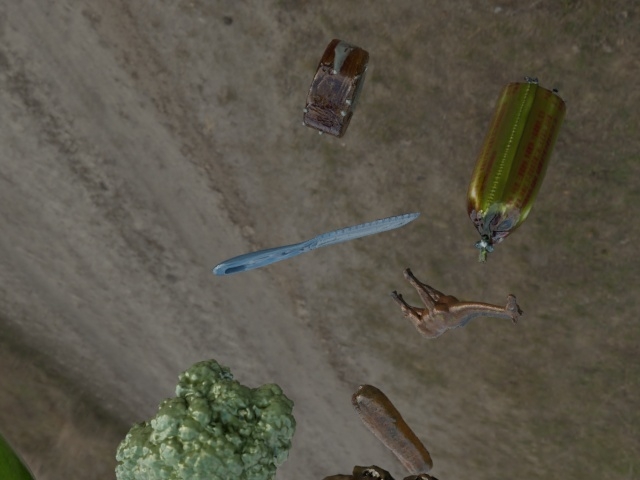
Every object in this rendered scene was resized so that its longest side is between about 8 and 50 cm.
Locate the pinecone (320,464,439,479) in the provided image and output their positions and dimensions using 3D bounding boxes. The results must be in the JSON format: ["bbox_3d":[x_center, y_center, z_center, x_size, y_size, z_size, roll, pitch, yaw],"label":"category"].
[{"bbox_3d":[0.058,0.278,0.525,0.244,0.243,0.257,4,101,24],"label":"pinecone"}]

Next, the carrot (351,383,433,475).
[{"bbox_3d":[0.124,0.322,1.318,0.186,0.060,0.060,49,146,2],"label":"carrot"}]

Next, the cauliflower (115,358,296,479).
[{"bbox_3d":[-0.202,0.343,1.374,0.327,0.281,0.260,-13,102,-4],"label":"cauliflower"}]

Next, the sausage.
[{"bbox_3d":[0.309,-0.109,1.269,0.117,0.317,0.125,21,161,1],"label":"sausage"}]

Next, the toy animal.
[{"bbox_3d":[0.253,0.125,1.479,0.230,0.066,0.224,39,136,18],"label":"toy animal"}]

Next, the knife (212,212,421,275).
[{"bbox_3d":[0.000,0.000,1.088,0.313,0.019,0.044,-15,155,-19],"label":"knife"}]

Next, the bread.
[{"bbox_3d":[0.026,-0.246,1.266,0.073,0.160,0.160,18,149,4],"label":"bread"}]

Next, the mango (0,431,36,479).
[{"bbox_3d":[-0.385,0.327,0.865,0.156,0.192,0.343,5,124,-16],"label":"mango"}]
